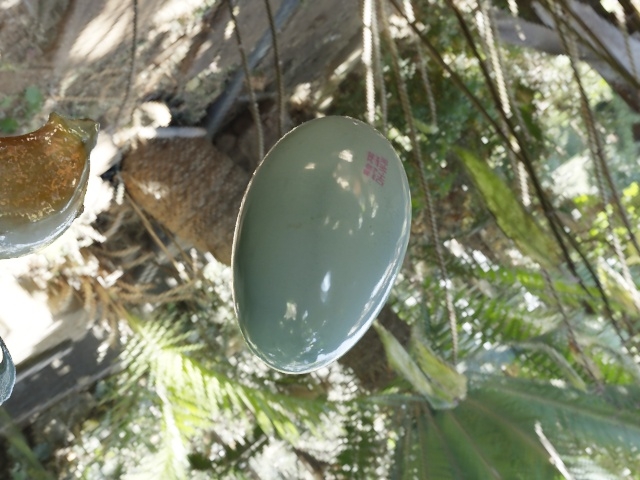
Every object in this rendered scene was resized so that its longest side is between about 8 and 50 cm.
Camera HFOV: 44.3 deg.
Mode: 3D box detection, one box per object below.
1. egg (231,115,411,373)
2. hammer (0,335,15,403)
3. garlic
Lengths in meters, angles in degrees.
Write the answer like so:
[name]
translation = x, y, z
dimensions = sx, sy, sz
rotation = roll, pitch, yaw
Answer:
[egg]
translation = 0.000, 0.000, 1.042
dimensions = 0.230, 0.230, 0.371
rotation = -44, -153, 58
[hammer]
translation = -0.583, 0.202, 1.191
dimensions = 0.041, 0.226, 0.159
rotation = 41, -67, 55
[garlic]
translation = -0.493, -0.078, 1.179
dimensions = 0.313, 0.286, 0.249
rotation = -30, 131, -32
